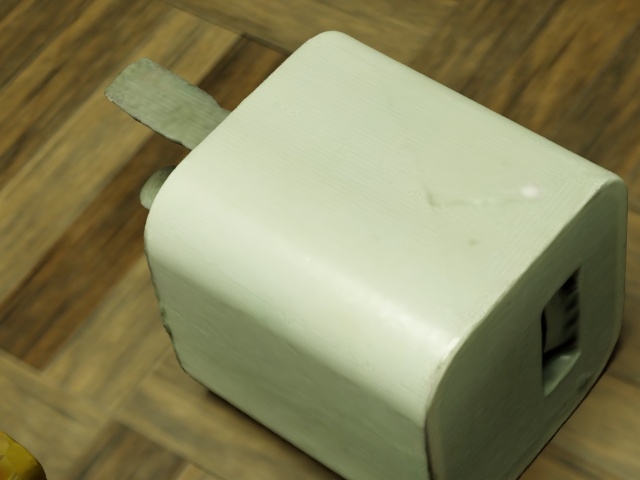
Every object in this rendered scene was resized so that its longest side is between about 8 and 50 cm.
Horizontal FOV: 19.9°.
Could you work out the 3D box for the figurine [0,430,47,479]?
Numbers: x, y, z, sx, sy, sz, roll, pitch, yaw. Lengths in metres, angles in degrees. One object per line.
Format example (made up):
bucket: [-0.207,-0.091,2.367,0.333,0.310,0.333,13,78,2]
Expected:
figurine: [-0.156,0.220,0.434,0.401,0.268,0.387,27,72,8]

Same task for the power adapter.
power adapter: [0.000,0.000,0.702,0.205,0.130,0.125,31,63,26]
